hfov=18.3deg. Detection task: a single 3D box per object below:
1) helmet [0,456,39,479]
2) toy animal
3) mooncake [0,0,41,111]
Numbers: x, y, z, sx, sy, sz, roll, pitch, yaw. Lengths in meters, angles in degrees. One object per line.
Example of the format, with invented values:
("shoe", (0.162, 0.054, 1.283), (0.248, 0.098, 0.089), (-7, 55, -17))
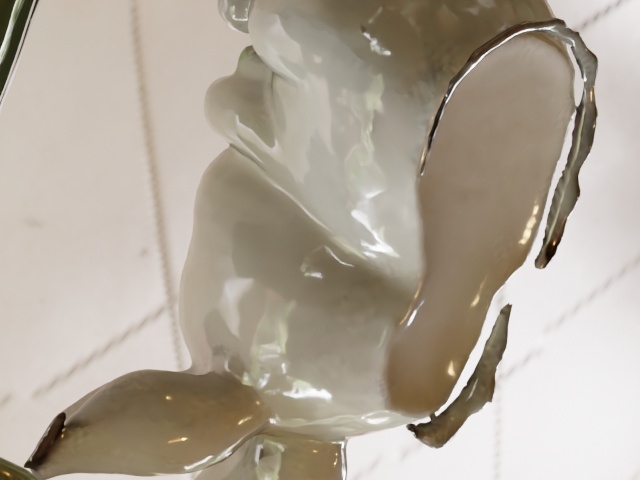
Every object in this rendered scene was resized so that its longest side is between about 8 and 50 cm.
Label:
("helmet", (-0.169, 0.231, 0.953), (0.137, 0.257, 0.204), (-43, -178, 28))
("toy animal", (0.006, -0.001, 0.912), (0.208, 0.154, 0.325), (35, 87, -48))
("mooncake", (-0.268, -0.105, 0.635), (0.356, 0.356, 0.194), (16, 93, -56))
